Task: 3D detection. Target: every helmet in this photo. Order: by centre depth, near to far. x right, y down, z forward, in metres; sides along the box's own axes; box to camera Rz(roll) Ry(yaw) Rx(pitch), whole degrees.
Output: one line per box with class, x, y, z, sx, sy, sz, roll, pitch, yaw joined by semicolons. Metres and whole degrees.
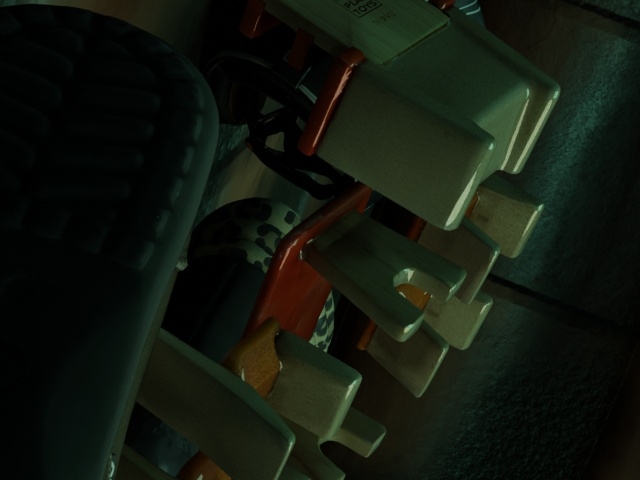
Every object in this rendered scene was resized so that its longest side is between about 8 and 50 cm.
helmet;0.023;-0.113;0.897;0.161;0.169;0.169;-47;166;-24

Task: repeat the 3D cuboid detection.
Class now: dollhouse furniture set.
dollhouse furniture set;0.000;0.000;0.723;0.262;0.135;0.259;-38;157;-49

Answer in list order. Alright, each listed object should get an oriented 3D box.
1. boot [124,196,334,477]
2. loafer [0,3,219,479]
boot;-0.101;0.174;0.988;0.377;0.138;0.284;98;14;-46
loafer;-0.122;0.096;0.436;0.130;0.134;0.366;103;10;-56
